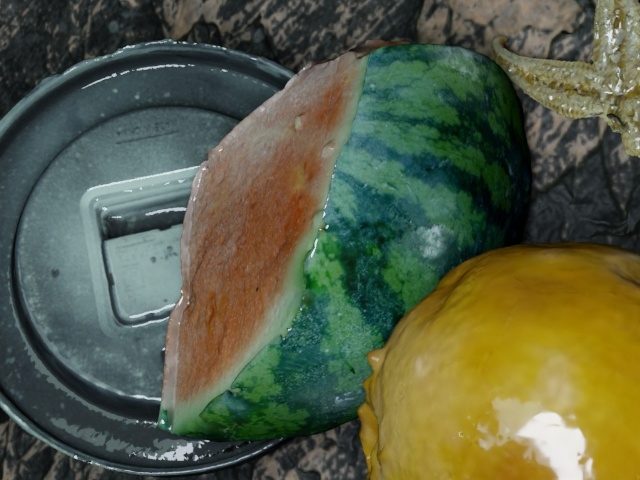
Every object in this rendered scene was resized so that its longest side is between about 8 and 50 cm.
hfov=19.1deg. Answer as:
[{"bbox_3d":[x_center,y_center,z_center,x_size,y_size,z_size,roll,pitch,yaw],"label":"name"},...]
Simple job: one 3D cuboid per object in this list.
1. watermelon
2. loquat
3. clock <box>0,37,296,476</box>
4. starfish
[{"bbox_3d":[0.019,-0.010,1.503,0.319,0.222,0.292,-2,70,1],"label":"watermelon"},{"bbox_3d":[0.186,0.158,1.396,0.328,0.328,0.329,-6,79,32],"label":"loquat"},{"bbox_3d":[-0.129,0.018,1.650,0.386,0.076,0.386,-1,75,2],"label":"clock"},{"bbox_3d":[0.252,-0.149,1.554,0.247,0.050,0.138,34,99,29],"label":"starfish"}]
